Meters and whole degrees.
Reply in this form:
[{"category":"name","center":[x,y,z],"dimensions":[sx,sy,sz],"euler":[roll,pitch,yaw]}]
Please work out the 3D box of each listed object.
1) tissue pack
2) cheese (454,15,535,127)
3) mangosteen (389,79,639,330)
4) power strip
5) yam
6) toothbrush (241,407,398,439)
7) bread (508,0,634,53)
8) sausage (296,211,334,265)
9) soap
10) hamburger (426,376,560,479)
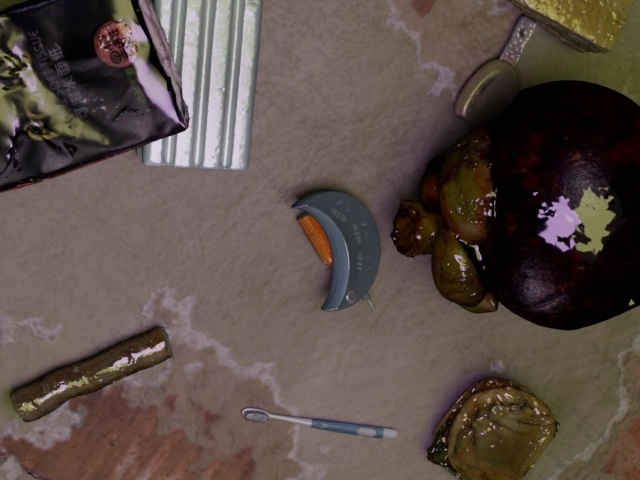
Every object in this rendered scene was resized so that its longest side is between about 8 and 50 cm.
[{"category":"tissue pack","center":[-0.364,-0.212,1.727],"dimensions":[0.332,0.123,0.245],"euler":[-16,107,8]},{"category":"cheese","center":[0.286,-0.265,2.006],"dimensions":[0.097,0.037,0.192],"euler":[24,95,-24]},{"category":"mangosteen","center":[0.345,-0.030,1.912],"dimensions":[0.421,0.381,0.381],"euler":[-36,112,8]},{"category":"power strip","center":[0.035,0.019,1.968],"dimensions":[0.137,0.044,0.216],"euler":[-28,106,-37]},{"category":"yam","center":[-0.342,0.202,1.917],"dimensions":[0.253,0.061,0.061],"euler":[-24,110,-11]},{"category":"toothbrush","center":[0.004,0.302,2.070],"dimensions":[0.275,0.025,0.019],"euler":[11,100,-20]},{"category":"bread","center":[0.385,-0.387,1.964],"dimensions":[0.196,0.102,0.138],"euler":[25,85,-20]},{"category":"sausage","center":[0.000,0.000,1.988],"dimensions":[0.031,0.031,0.107],"euler":[-34,113,-7]},{"category":"soap","center":[-0.177,-0.241,1.839],"dimensions":[0.160,0.087,0.265],"euler":[1,104,-17]},{"category":"hamburger","center":[0.291,0.320,2.127],"dimensions":[0.183,0.130,0.206],"euler":[27,113,-20]}]
